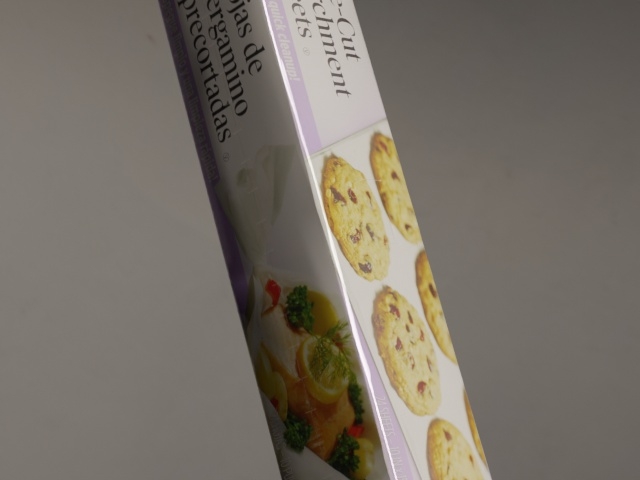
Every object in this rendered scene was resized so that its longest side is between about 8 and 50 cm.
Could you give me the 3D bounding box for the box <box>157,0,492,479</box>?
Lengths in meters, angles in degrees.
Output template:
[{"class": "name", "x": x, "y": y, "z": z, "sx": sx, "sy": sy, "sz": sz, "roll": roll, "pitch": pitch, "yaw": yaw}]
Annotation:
[{"class": "box", "x": 0.000, "y": 0.000, "z": 0.753, "sx": 0.067, "sy": 0.063, "sz": 0.324, "roll": 4, "pitch": 65, "yaw": -47}]
